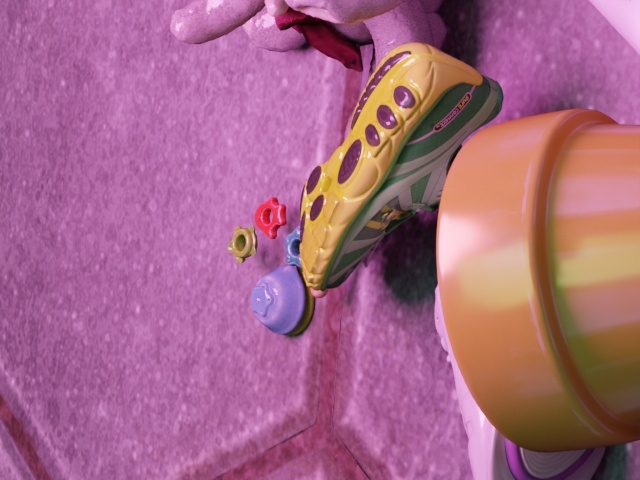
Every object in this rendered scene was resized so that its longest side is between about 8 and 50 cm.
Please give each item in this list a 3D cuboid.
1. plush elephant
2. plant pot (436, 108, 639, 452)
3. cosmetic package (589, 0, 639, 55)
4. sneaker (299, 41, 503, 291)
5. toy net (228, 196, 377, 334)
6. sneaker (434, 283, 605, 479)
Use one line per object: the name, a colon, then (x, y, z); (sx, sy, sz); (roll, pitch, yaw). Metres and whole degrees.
plush elephant: (-0.013, -0.239, 1.668); (0.330, 0.255, 0.272); (-54, 50, 34)
plant pot: (0.248, 0.020, 1.374); (0.239, 0.254, 0.254); (-9, 81, 34)
cosmetic package: (0.253, -0.264, 1.299); (0.161, 0.230, 0.453); (-64, 33, 25)
sneaker: (0.064, -0.045, 1.634); (0.295, 0.123, 0.109); (125, 152, -47)
toy net: (0.000, 0.000, 1.814); (0.232, 0.045, 0.122); (-34, 62, 43)
sneaker: (0.162, 0.096, 1.585); (0.152, 0.114, 0.305); (-13, 74, 63)
